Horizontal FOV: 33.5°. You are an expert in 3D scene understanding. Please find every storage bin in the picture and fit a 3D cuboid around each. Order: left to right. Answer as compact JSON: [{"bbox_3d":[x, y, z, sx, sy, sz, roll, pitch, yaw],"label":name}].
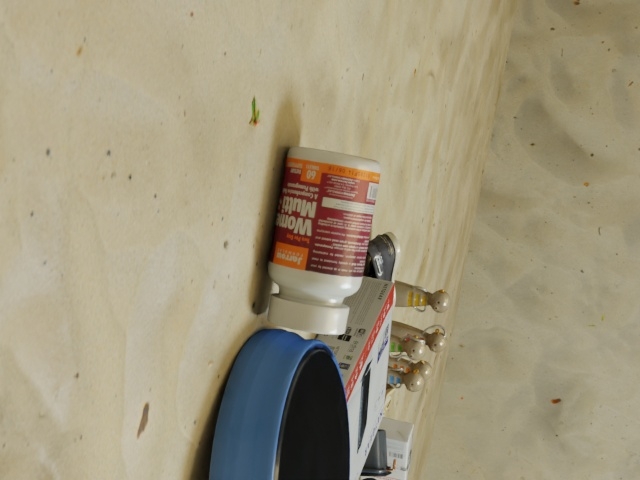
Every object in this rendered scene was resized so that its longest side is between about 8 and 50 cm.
[{"bbox_3d":[0.104,0.431,2.168,0.135,0.098,0.091,32,59,-75],"label":"storage bin"}]

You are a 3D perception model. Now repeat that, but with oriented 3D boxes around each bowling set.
[{"bbox_3d":[0.161,0.236,2.095,0.287,0.154,0.200,86,20,-46],"label":"bowling set"}]

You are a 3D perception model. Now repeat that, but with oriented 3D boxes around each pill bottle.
[{"bbox_3d":[0.000,0.000,1.332,0.121,0.121,0.221,0,101,-76],"label":"pill bottle"}]

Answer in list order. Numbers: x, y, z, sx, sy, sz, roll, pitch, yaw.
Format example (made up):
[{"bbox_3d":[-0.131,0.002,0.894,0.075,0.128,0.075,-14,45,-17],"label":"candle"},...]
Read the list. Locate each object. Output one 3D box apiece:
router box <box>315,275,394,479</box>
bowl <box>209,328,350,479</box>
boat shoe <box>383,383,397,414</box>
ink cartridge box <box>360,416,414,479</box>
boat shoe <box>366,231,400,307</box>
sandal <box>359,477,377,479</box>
[{"bbox_3d":[0.036,0.269,1.765,0.335,0.082,0.301,-60,156,-55],"label":"router box"},{"bbox_3d":[-0.039,0.308,1.363,0.391,0.077,0.391,0,90,-74],"label":"bowl"},{"bbox_3d":[0.114,0.325,2.192,0.170,0.063,0.059,-45,153,-62],"label":"boat shoe"},{"bbox_3d":[0.141,0.466,2.301,0.060,0.104,0.180,-65,161,-49],"label":"ink cartridge box"},{"bbox_3d":[0.099,0.074,1.968,0.064,0.075,0.206,-17,135,-25],"label":"boat shoe"},{"bbox_3d":[0.073,0.483,1.993,0.054,0.097,0.254,-42,165,18],"label":"sandal"}]
